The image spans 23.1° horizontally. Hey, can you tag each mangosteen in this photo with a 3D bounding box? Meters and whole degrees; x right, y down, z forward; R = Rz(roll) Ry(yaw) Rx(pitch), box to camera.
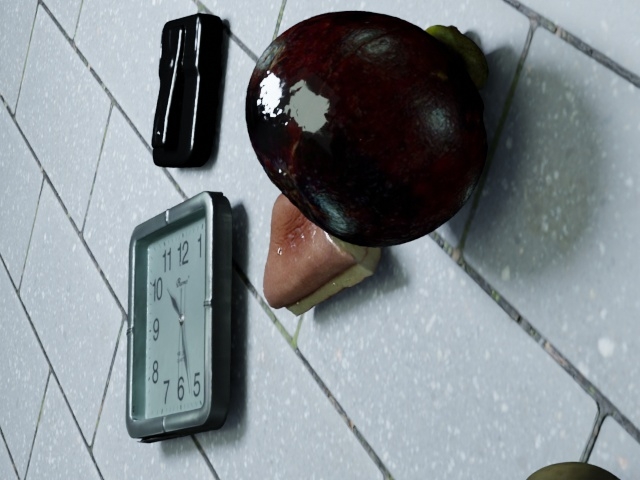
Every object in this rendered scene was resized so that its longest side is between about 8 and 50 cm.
[{"bbox_3d":[0.052,-0.102,1.332,0.216,0.216,0.216,-22,65,61],"label":"mangosteen"}]

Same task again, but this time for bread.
[{"bbox_3d":[0.001,0.000,1.540,0.192,0.067,0.119,-27,68,61],"label":"bread"}]

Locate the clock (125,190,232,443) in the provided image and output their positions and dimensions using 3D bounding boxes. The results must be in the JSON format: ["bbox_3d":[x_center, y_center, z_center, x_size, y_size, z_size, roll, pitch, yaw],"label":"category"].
[{"bbox_3d":[-0.166,0.098,1.878,0.273,0.049,0.279,-20,67,60],"label":"clock"}]

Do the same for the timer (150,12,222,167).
[{"bbox_3d":[-0.172,-0.184,1.944,0.144,0.055,0.187,4,88,63],"label":"timer"}]

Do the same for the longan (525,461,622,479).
[{"bbox_3d":[0.185,0.212,1.100,0.119,0.106,0.106,47,142,1],"label":"longan"}]
